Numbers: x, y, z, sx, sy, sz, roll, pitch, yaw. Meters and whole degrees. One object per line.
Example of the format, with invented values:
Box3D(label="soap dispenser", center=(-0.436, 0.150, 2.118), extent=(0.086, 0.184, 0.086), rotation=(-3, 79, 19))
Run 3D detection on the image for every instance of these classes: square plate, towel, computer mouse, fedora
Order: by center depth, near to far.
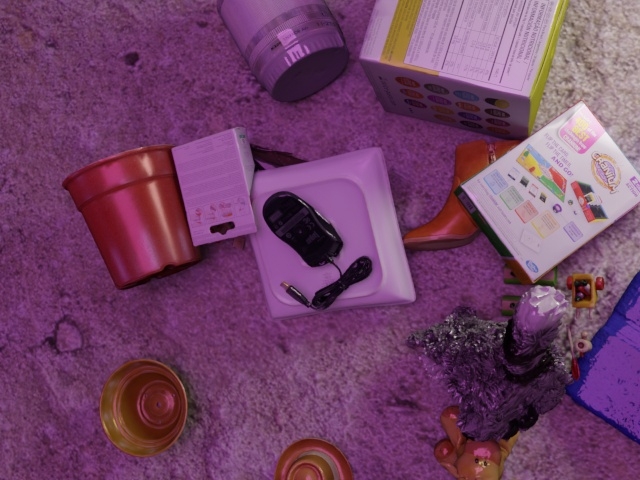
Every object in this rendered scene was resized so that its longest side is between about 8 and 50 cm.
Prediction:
Box3D(label="towel", center=(0.653, 0.235, 1.527), extent=(0.228, 0.076, 0.308), rotation=(35, 93, 23))
Box3D(label="computer mouse", center=(-0.036, 0.022, 1.614), extent=(0.262, 0.060, 0.184), rotation=(41, 111, -10))
Box3D(label="square plate", center=(0.000, 0.000, 1.652), extent=(0.347, 0.049, 0.343), rotation=(-10, 103, 21))
Box3D(label="fedora", center=(-0.023, 0.526, 1.660), extent=(0.194, 0.079, 0.194), rotation=(-2, 84, 15))

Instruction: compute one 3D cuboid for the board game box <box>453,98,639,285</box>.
Box3D(label="board game box", center=(0.467, -0.097, 1.554), extent=(0.317, 0.064, 0.242), rotation=(-34, 84, -8))

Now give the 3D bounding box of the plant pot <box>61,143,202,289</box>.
Box3D(label="plant pot", center=(-0.406, -0.043, 1.745), extent=(0.273, 0.272, 0.265), rotation=(-21, 87, 11))

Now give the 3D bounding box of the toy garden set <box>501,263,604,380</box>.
Box3D(label="toy garden set", center=(0.458, 0.169, 1.558), extent=(0.204, 0.049, 0.244), rotation=(0, 83, 34))

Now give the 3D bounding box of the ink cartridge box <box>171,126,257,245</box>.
Box3D(label="ink cartridge box", center=(-0.219, -0.115, 1.674), extent=(0.181, 0.056, 0.224), rotation=(-12, 94, 31))

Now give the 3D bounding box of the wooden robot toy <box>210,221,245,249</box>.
Box3D(label="wooden robot toy", center=(-0.252, -0.037, 1.786), extent=(0.079, 0.173, 0.076), rotation=(-15, 34, 48))

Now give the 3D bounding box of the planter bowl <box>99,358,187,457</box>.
Box3D(label="planter bowl", center=(-0.386, 0.379, 1.765), extent=(0.217, 0.090, 0.217), rotation=(-2, 82, 15))

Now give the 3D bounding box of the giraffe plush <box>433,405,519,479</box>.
Box3D(label="giraffe plush", center=(0.309, 0.437, 1.536), extent=(0.182, 0.170, 0.210), rotation=(-6, 82, 14))

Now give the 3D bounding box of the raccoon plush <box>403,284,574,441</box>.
Box3D(label="raccoon plush", center=(0.323, 0.161, 1.458), extent=(0.216, 0.446, 0.299), rotation=(-11, 45, -27))

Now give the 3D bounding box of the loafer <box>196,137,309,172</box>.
Box3D(label="loafer", center=(-0.119, -0.143, 1.749), extent=(0.366, 0.130, 0.133), rotation=(21, 116, 11))

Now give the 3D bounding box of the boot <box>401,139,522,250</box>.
Box3D(label="boot", center=(0.302, -0.100, 1.647), extent=(0.295, 0.104, 0.211), rotation=(-11, 76, 8))

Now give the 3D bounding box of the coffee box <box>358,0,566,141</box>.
Box3D(label="coffee box", center=(0.306, -0.427, 1.552), extent=(0.335, 0.337, 0.338), rotation=(17, 87, 15))

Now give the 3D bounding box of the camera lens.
Box3D(label="camera lens", center=(-0.086, -0.477, 1.721), extent=(0.219, 0.219, 0.274), rotation=(-31, 77, 9))
